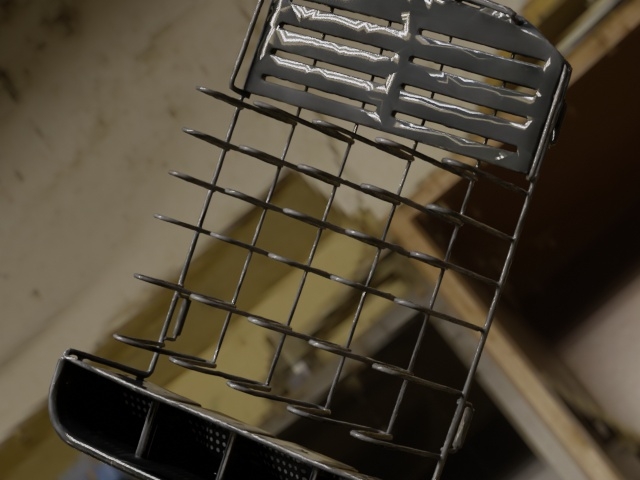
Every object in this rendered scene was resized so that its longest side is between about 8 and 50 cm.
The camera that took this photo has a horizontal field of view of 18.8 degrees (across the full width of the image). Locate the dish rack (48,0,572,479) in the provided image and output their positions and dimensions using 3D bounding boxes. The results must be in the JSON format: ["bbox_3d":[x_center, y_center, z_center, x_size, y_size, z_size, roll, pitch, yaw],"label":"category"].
[{"bbox_3d":[0.000,0.000,0.926,0.074,0.208,0.271,19,-90,-57],"label":"dish rack"}]
